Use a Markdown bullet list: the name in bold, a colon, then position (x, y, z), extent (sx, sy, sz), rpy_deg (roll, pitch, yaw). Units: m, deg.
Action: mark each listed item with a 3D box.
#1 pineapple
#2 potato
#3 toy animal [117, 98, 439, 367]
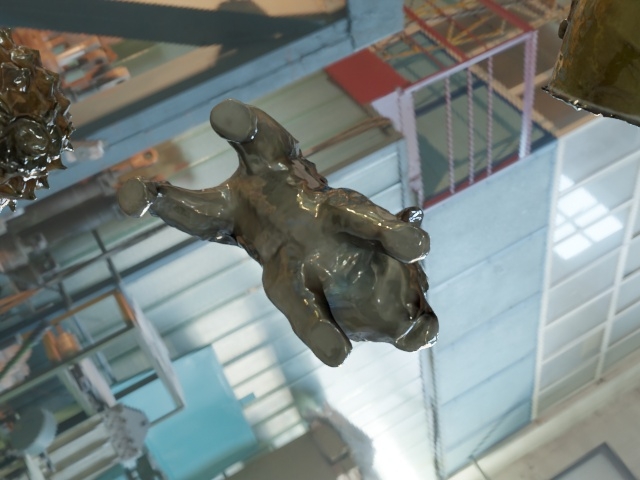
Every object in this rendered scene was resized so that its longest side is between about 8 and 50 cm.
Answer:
- **pineapple**: position (-0.278, -0.094, 0.624), extent (0.193, 0.166, 0.166), rpy_deg (19, -38, 35)
- **potato**: position (0.374, -0.181, 0.672), extent (0.246, 0.300, 0.196), rpy_deg (-88, -169, -67)
- **toy animal**: position (0.000, 0.000, 0.862), extent (0.344, 0.194, 0.303), rpy_deg (40, 6, 22)
